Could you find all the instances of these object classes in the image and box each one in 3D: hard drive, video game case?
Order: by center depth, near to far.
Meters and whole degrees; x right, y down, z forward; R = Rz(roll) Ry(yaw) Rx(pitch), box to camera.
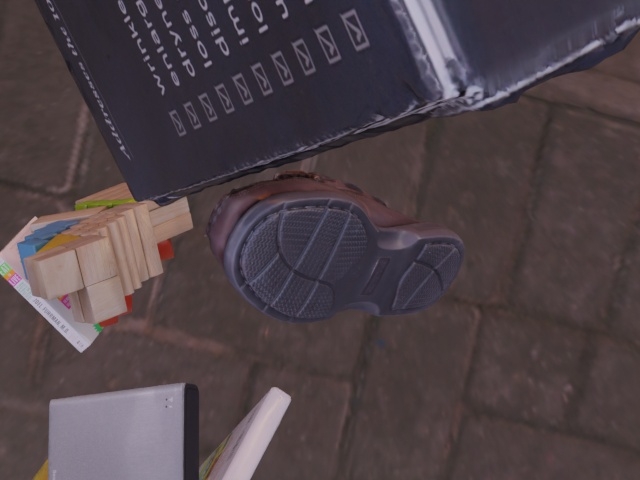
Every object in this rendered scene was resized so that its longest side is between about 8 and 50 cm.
[{"bbox_3d":[-0.152,0.163,1.143,0.135,0.022,0.094,-10,73,32],"label":"hard drive"},{"bbox_3d":[-0.119,0.268,1.405,0.026,0.227,0.206,34,137,-6],"label":"video game case"}]

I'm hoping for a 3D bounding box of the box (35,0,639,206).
[{"bbox_3d":[-0.021,-0.297,0.701,0.297,0.471,0.480,-28,97,-20],"label":"box"}]

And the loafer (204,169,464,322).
[{"bbox_3d":[0.000,0.000,1.163,0.095,0.302,0.109,38,105,32],"label":"loafer"}]

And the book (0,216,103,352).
[{"bbox_3d":[-0.304,0.052,1.708,0.035,0.096,0.144,-39,101,27],"label":"book"}]

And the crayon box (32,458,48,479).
[{"bbox_3d":[-0.354,0.388,1.800,0.081,0.165,0.278,33,108,-14],"label":"crayon box"}]

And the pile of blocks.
[{"bbox_3d":[-0.249,0.027,1.660,0.148,0.362,0.113,-8,103,15],"label":"pile of blocks"}]
